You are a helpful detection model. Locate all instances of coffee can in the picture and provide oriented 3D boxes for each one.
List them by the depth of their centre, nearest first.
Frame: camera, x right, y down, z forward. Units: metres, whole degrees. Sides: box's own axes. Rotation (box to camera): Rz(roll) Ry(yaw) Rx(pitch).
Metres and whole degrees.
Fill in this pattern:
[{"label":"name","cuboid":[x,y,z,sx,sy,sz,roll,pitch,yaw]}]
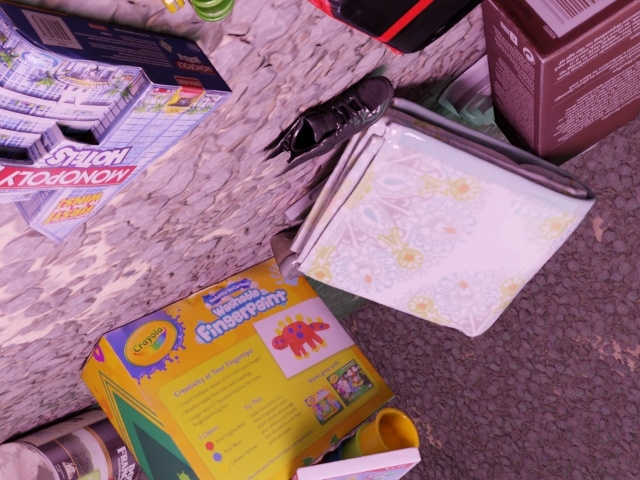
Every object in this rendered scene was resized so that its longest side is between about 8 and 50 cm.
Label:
[{"label":"coffee can","cuboid":[-0.529,0.479,1.501,0.201,0.202,0.275,-39,169,18]}]

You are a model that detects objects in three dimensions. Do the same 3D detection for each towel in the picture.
[{"label":"towel","cuboid":[0.175,-0.023,1.106,0.090,0.374,0.321,-86,-158,-49]}]

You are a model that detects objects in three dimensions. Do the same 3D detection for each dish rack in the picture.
[{"label":"dish rack","cuboid":[0.368,-0.307,1.233,0.332,0.072,0.285,-38,170,18]}]

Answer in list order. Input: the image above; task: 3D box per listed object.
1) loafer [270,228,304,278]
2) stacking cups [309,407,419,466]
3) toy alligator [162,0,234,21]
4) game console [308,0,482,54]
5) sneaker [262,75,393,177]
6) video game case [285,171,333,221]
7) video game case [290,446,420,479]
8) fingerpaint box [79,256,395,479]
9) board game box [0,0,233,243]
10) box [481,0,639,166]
[{"label":"loafer","cuboid":[0.000,0.000,1.370,0.251,0.087,0.094,-14,152,-53]},{"label":"stacking cups","cuboid":[0.051,0.426,1.351,0.096,0.096,0.316,-23,160,-51]},{"label":"toy alligator","cuboid":[-0.080,-0.175,0.428,0.056,0.051,0.190,-36,170,-2]},{"label":"game console","cuboid":[0.172,-0.300,0.567,0.386,0.060,0.342,-40,175,18]},{"label":"sneaker","cuboid":[0.011,-0.139,0.882,0.170,0.051,0.089,-36,175,23]},{"label":"video game case","cuboid":[0.050,-0.097,1.273,0.193,0.023,0.212,-38,169,15]},{"label":"video game case","cuboid":[0.034,0.422,1.238,0.204,0.025,0.285,-5,149,-17]},{"label":"fingerpaint box","cuboid":[-0.140,0.269,1.331,0.444,0.371,0.163,-26,163,-45]},{"label":"board game box","cuboid":[-0.192,-0.069,0.527,0.194,0.060,0.194,-41,168,25]},{"label":"box","cuboid":[0.346,-0.249,1.002,0.191,0.143,0.381,-33,156,4]}]
